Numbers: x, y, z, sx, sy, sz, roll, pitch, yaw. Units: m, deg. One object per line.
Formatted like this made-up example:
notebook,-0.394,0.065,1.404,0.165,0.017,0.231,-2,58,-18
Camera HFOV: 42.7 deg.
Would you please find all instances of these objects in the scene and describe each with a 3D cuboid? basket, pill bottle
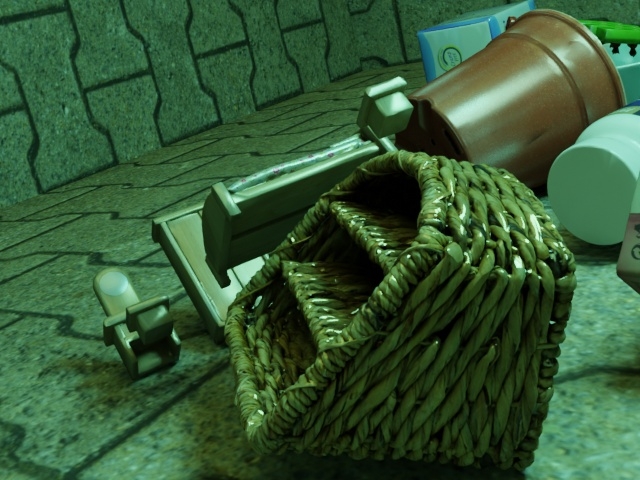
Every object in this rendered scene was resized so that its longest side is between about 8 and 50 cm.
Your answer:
basket,0.044,0.029,0.687,0.222,0.214,0.299,6,14,-10
pill bottle,0.408,-0.097,1.022,0.264,0.153,0.153,-26,21,-37

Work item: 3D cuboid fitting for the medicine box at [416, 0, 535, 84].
medicine box,0.325,-0.304,1.576,0.149,0.264,0.289,-4,19,31

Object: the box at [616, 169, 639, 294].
box,0.384,0.004,0.650,0.148,0.127,0.232,28,-15,-40

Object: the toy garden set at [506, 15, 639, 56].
toy garden set,0.433,-0.337,1.363,0.203,0.049,0.244,3,19,-3

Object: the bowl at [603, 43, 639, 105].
bowl,0.504,-0.241,1.406,0.311,0.163,0.311,-12,17,4

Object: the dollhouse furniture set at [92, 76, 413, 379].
dollhouse furniture set,-0.106,-0.048,0.885,0.303,0.174,0.356,-22,-26,-25

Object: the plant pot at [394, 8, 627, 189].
plant pot,0.268,-0.176,1.248,0.265,0.273,0.272,-28,20,-19
